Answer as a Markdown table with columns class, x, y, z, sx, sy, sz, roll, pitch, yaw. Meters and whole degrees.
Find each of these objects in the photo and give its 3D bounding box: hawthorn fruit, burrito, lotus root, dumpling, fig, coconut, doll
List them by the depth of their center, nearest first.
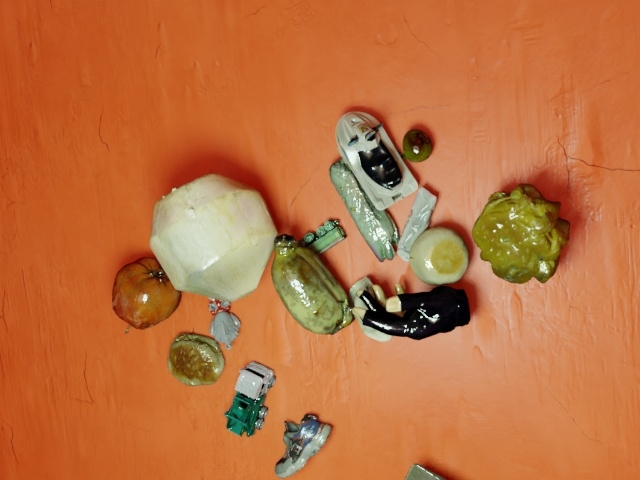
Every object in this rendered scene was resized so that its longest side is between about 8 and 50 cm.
| class | x | y | z | sx | sy | sz | roll | pitch | yaw |
| --- | --- | --- | --- | --- | --- | --- | --- | --- | --- |
| fig | 0.246 | -0.237 | 1.808 | 0.084 | 0.082 | 0.098 | 28 | 146 | 0 |
| burrito | 0.254 | -0.041 | 1.832 | 0.064 | 0.064 | 0.203 | 22 | 102 | 16 |
| burrito | 0.120 | -0.085 | 1.869 | 0.096 | 0.066 | 0.309 | -32 | 85 | 25 |
| lotus root | -0.034 | 0.119 | 1.879 | 0.173 | 0.173 | 0.309 | -32 | 97 | 20 |
| coconut | -0.279 | 0.003 | 1.884 | 0.352 | 0.352 | 0.353 | 3 | 98 | 19 |
| dumpling | 0.131 | 0.199 | 1.888 | 0.169 | 0.100 | 0.134 | 50 | 139 | -1 |
| doll | -0.289 | 0.235 | 2.055 | 0.094 | 0.079 | 0.180 | -16 | 77 | -3 |
| hawthorn fruit | -0.534 | 0.184 | 2.075 | 0.207 | 0.207 | 0.243 | 38 | 112 | 11 |

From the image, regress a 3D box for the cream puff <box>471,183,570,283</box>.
| class | x | y | z | sx | sy | sz | roll | pitch | yaw |
| --- | --- | --- | --- | --- | --- | --- | --- | --- | --- |
| cream puff | 0.488 | -0.016 | 1.677 | 0.244 | 0.244 | 0.196 | 21 | 59 | 14 |

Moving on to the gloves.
| class | x | y | z | sx | sy | sz | roll | pitch | yaw |
| --- | --- | --- | --- | --- | --- | --- | --- | --- | --- |
| gloves | 0.231 | 0.176 | 1.762 | 0.301 | 0.197 | 0.152 | 9 | 73 | 4 |

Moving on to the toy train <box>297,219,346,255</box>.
| class | x | y | z | sx | sy | sz | roll | pitch | yaw |
| --- | --- | --- | --- | --- | --- | --- | --- | --- | --- |
| toy train | 0.000 | 0.000 | 1.937 | 0.148 | 0.038 | 0.071 | -33 | 85 | 21 |

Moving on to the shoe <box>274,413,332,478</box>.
| class | x | y | z | sx | sy | sz | roll | pitch | yaw |
| --- | --- | --- | --- | --- | --- | --- | --- | --- | --- |
| shoe | -0.074 | 0.584 | 2.002 | 0.125 | 0.099 | 0.227 | 44 | 104 | 1 |

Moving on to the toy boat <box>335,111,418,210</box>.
| class | x | y | z | sx | sy | sz | roll | pitch | yaw |
| --- | --- | --- | --- | --- | --- | --- | --- | --- | --- |
| toy boat | 0.138 | -0.217 | 1.803 | 0.140 | 0.141 | 0.269 | -27 | 96 | 21 |

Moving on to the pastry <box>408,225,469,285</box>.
| class | x | y | z | sx | sy | sz | roll | pitch | yaw |
| --- | --- | --- | --- | --- | --- | --- | --- | --- | --- |
| pastry | 0.307 | 0.042 | 1.786 | 0.156 | 0.092 | 0.157 | 0 | 88 | -5 |

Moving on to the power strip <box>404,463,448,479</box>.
| class | x | y | z | sx | sy | sz | roll | pitch | yaw |
| --- | --- | --- | --- | --- | --- | --- | --- | --- | --- |
| power strip | 0.329 | 0.739 | 1.888 | 0.257 | 0.092 | 0.251 | 27 | 114 | 13 |

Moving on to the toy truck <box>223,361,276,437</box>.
| class | x | y | z | sx | sy | sz | roll | pitch | yaw |
| --- | --- | --- | --- | --- | --- | --- | --- | --- | --- |
| toy truck | -0.215 | 0.475 | 2.032 | 0.110 | 0.116 | 0.216 | 23 | 104 | 16 |

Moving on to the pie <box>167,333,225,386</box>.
| class | x | y | z | sx | sy | sz | roll | pitch | yaw |
| --- | --- | --- | --- | --- | --- | --- | --- | --- | --- |
| pie | -0.380 | 0.366 | 2.100 | 0.193 | 0.079 | 0.163 | 4 | 102 | 20 |
